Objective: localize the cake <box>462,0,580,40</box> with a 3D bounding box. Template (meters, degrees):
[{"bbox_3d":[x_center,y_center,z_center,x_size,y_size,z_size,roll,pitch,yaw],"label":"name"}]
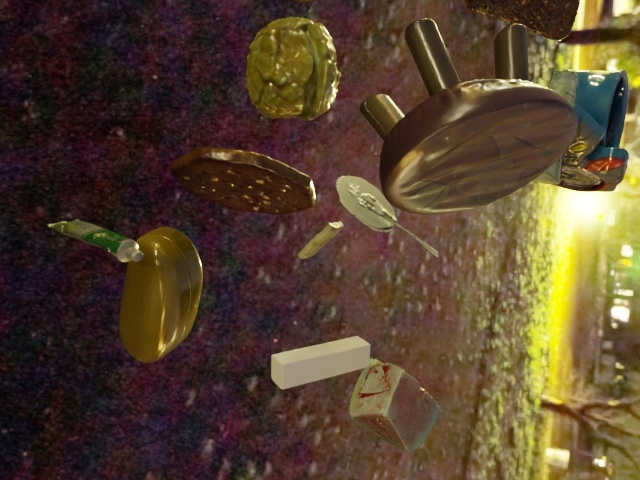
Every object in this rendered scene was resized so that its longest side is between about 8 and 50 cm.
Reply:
[{"bbox_3d":[0.448,-0.510,1.302,0.112,0.245,0.135,-78,156,-55],"label":"cake"}]

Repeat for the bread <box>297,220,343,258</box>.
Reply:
[{"bbox_3d":[0.000,0.000,1.643,0.028,0.153,0.068,55,32,13],"label":"bread"}]

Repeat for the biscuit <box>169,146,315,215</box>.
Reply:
[{"bbox_3d":[-0.179,-0.135,1.383,0.359,0.358,0.046,35,59,-59],"label":"biscuit"}]

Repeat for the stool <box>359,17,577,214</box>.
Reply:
[{"bbox_3d":[0.198,-0.171,0.827,0.272,0.271,0.179,34,36,-59],"label":"stool"}]

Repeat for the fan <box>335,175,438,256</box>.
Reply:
[{"bbox_3d":[0.218,-0.075,1.841,0.414,0.012,0.233,34,37,-13],"label":"fan"}]

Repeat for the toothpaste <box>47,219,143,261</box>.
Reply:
[{"bbox_3d":[-0.456,-0.004,1.195,0.078,0.247,0.047,-17,121,-55],"label":"toothpaste"}]

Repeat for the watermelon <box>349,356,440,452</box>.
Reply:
[{"bbox_3d":[0.230,0.467,1.691,0.213,0.261,0.201,-55,171,-35],"label":"watermelon"}]

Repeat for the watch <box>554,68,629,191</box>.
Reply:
[{"bbox_3d":[0.609,-0.283,1.355,0.305,0.241,0.275,43,66,-55],"label":"watch"}]

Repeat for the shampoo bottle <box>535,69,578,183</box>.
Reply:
[{"bbox_3d":[0.436,-0.211,1.080,0.072,0.049,0.213,21,78,-33],"label":"shampoo bottle"}]

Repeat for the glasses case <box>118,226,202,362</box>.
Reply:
[{"bbox_3d":[-0.400,0.153,1.426,0.141,0.173,0.372,-41,157,-54],"label":"glasses case"}]

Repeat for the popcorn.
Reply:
[{"bbox_3d":[-0.075,-0.466,1.571,0.247,0.281,0.283,-60,154,-87],"label":"popcorn"}]

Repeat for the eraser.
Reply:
[{"bbox_3d":[0.004,0.355,1.712,0.297,0.076,0.078,-7,106,-30],"label":"eraser"}]
